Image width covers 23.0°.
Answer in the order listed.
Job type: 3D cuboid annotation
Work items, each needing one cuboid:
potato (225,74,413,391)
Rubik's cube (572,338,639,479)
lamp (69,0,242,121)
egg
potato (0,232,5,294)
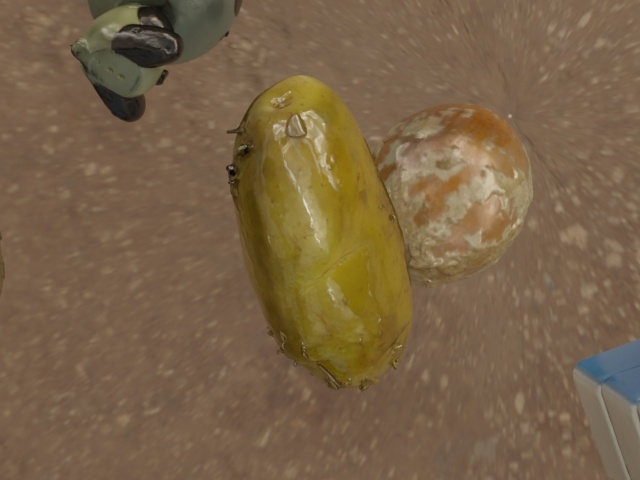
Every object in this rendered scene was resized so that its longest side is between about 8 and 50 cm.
[{"bbox_3d":[0.000,0.000,1.355,0.140,0.173,0.300,-18,125,1],"label":"potato"},{"bbox_3d":[0.381,0.188,1.102,0.291,0.290,0.291,-18,94,-3],"label":"Rubik's cube"},{"bbox_3d":[-0.182,-0.265,1.757,0.198,0.198,0.244,12,53,6],"label":"lamp"},{"bbox_3d":[0.141,-0.056,1.777,0.195,0.195,0.233,24,65,4],"label":"egg"},{"bbox_3d":[-0.280,-0.004,1.083,0.113,0.251,0.149,-31,118,-10],"label":"potato"}]
